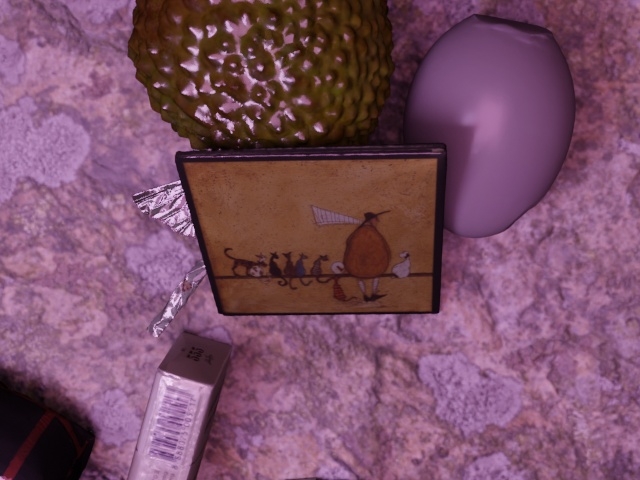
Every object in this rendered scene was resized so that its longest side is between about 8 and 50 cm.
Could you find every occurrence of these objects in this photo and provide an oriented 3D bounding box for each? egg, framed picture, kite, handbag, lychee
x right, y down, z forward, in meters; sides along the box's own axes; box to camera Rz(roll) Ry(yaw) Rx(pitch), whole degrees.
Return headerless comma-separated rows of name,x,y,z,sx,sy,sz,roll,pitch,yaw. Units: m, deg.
egg,0.173,-0.115,1.332,0.176,0.176,0.232,9,101,4
framed picture,0.000,0.000,1.320,0.255,0.339,0.014,-1,60,3
kite,-0.122,0.013,1.469,0.229,0.012,0.250,34,103,-1
handbag,-0.377,0.246,1.456,0.215,0.169,0.155,30,118,-2
lychee,-0.058,-0.212,1.290,0.270,0.270,0.320,-9,87,7

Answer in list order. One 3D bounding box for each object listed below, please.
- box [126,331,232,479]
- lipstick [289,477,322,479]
box,-0.172,0.247,1.437,0.071,0.168,0.259,18,100,0
lipstick,0.008,0.293,1.501,0.107,0.025,0.025,-6,100,0
